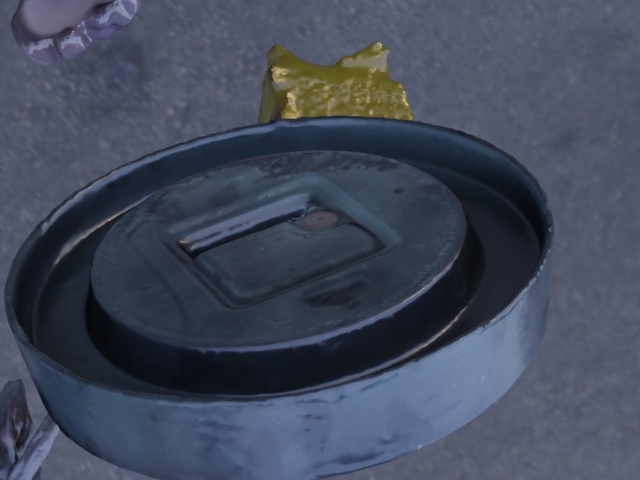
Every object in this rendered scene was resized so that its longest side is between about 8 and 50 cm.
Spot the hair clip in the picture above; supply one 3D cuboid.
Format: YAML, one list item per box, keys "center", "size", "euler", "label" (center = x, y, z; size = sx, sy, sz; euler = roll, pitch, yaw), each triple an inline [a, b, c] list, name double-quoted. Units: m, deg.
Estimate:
- center: [-0.116, -0.189, 0.897]
  size: [0.069, 0.300, 0.173]
  euler: [48, 50, -46]
  label: "hair clip"

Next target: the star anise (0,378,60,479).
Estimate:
- center: [-0.232, 0.173, 0.937]
  size: [0.209, 0.089, 0.231]
  euler: [3, 127, -48]
  label: "star anise"

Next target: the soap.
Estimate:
- center: [0.000, 0.000, 1.367]
  size: [0.143, 0.259, 0.281]
  euler: [-1, 150, -14]
  label: "soap"

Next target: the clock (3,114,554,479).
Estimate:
- center: [-0.021, 0.023, 0.869]
  size: [0.319, 0.319, 0.066]
  euler: [-22, 121, -22]
  label: "clock"
